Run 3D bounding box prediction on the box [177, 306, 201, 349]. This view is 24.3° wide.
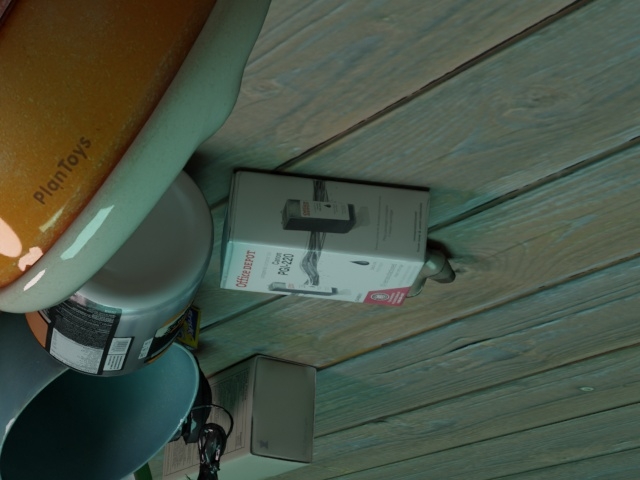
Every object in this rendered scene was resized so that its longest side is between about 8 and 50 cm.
[{"bbox_3d":[-0.251,0.126,2.066,0.169,0.059,0.054,-9,154,29],"label":"box"}]

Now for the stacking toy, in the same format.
[{"bbox_3d":[-0.300,-0.203,1.031,0.480,0.350,0.351,34,148,-19],"label":"stacking toy"}]

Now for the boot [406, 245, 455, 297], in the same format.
[{"bbox_3d":[0.104,0.031,1.800,0.118,0.042,0.087,-14,146,36],"label":"boot"}]

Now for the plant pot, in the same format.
[{"bbox_3d":[-0.332,0.175,1.944,0.290,0.195,0.290,-27,144,-22],"label":"plant pot"}]

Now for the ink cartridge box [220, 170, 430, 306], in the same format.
[{"bbox_3d":[0.000,0.000,1.661,0.218,0.092,0.158,8,158,-4],"label":"ink cartridge box"}]

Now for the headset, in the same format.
[{"bbox_3d":[-0.261,0.267,2.160,0.243,0.185,0.394,-4,-172,-39],"label":"headset"}]

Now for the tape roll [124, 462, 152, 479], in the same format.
[{"bbox_3d":[-0.415,0.458,2.582,0.077,0.321,0.321,-9,155,30],"label":"tape roll"}]

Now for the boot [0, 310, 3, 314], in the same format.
[{"bbox_3d":[-0.516,0.081,1.965,0.236,0.089,0.269,2,160,8],"label":"boot"}]

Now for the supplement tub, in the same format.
[{"bbox_3d":[-0.233,0.037,1.658,0.194,0.193,0.316,8,159,-10],"label":"supplement tub"}]

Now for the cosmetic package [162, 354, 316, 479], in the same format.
[{"bbox_3d":[-0.133,0.297,2.350,0.113,0.160,0.309,15,157,-28],"label":"cosmetic package"}]
